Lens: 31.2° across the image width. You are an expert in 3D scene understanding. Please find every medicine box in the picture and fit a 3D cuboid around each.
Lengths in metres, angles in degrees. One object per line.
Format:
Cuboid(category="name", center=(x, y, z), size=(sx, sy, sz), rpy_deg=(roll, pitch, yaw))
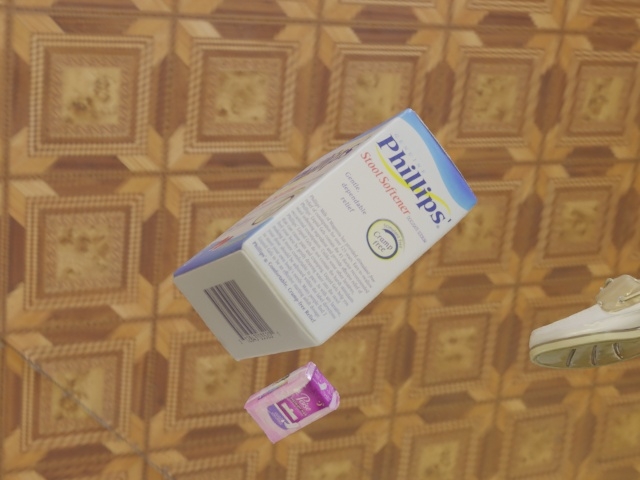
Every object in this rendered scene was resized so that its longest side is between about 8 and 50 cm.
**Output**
Cuboid(category="medicine box", center=(0.000, 0.000, 1.420), size=(0.289, 0.263, 0.149), rpy_deg=(-41, 98, -25))

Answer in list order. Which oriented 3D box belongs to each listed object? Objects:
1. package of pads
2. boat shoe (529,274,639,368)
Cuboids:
Cuboid(category="package of pads", center=(-0.028, 0.160, 1.122), size=(0.083, 0.032, 0.050), rpy_deg=(-32, 106, 24))
Cuboid(category="boat shoe", center=(0.441, 0.107, 1.646), size=(0.302, 0.103, 0.113), rpy_deg=(-13, 154, 4))
